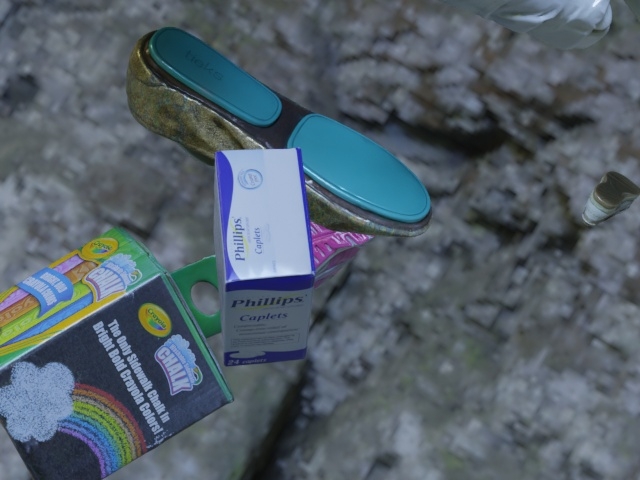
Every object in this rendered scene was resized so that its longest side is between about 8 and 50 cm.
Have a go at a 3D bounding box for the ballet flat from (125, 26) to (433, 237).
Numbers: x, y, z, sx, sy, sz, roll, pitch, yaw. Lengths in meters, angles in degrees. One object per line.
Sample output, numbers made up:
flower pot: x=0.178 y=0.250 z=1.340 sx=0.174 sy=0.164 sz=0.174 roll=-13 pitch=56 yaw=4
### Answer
ballet flat: x=-0.049 y=-0.089 z=1.592 sx=0.349 sy=0.123 sz=0.123 roll=32 pitch=-4 yaw=1

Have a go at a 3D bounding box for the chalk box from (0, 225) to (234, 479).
chalk box: x=-0.220 y=0.114 z=1.668 sx=0.179 sy=0.289 sz=0.180 roll=35 pitch=-28 yaw=61

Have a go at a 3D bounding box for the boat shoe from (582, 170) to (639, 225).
boat shoe: x=0.408 y=-0.057 z=2.195 sx=0.056 sy=0.048 sz=0.153 roll=38 pitch=28 yaw=10

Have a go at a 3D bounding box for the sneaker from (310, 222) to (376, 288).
sneaker: x=0.000 y=0.000 z=2.211 sx=0.103 sy=0.252 sz=0.111 roll=54 pitch=-6 yaw=11

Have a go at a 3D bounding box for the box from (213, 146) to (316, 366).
box: x=-0.048 y=0.014 z=1.263 sx=0.072 sy=0.126 sz=0.137 roll=-4 pitch=-32 yaw=-6

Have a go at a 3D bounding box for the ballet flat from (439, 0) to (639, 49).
ballet flat: x=0.266 y=-0.242 z=1.408 sx=0.400 sy=0.139 sz=0.139 roll=-15 pitch=16 yaw=-21
